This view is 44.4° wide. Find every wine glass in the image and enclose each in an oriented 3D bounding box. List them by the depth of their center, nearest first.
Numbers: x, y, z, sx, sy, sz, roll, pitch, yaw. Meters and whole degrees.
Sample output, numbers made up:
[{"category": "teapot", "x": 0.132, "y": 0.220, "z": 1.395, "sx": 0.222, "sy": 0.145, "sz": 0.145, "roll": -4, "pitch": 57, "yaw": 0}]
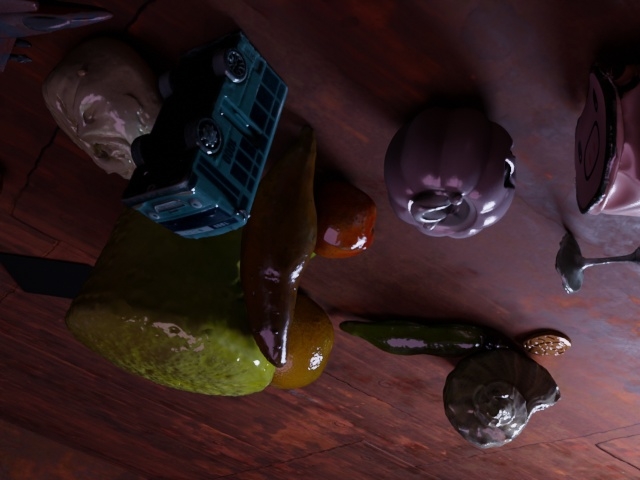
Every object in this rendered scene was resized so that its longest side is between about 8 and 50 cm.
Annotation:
[{"category": "wine glass", "x": 0.444, "y": 0.023, "z": 1.137, "sx": 0.183, "sy": 0.122, "sz": 0.122, "roll": -7, "pitch": 141, "yaw": 38}]

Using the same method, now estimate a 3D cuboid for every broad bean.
[{"category": "broad bean", "x": 0.194, "y": 0.191, "z": 1.525, "sx": 0.339, "sy": 0.061, "sz": 0.077, "roll": 0, "pitch": 136, "yaw": 21}]

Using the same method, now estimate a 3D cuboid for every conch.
[{"category": "conch", "x": 0.331, "y": 0.279, "z": 1.508, "sx": 0.210, "sy": 0.291, "sz": 0.159, "roll": -33, "pitch": 95, "yaw": 4}]

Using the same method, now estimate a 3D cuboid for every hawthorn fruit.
[{"category": "hawthorn fruit", "x": 0.030, "y": -0.032, "z": 1.220, "sx": 0.128, "sy": 0.128, "sz": 0.128, "roll": 11, "pitch": 147, "yaw": 7}]

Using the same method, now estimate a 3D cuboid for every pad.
[{"category": "pad", "x": -0.586, "y": 0.086, "z": 1.745, "sx": 0.246, "sy": 0.006, "sz": 0.170, "roll": 7, "pitch": 147, "yaw": 14}]

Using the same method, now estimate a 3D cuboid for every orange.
[{"category": "orange", "x": -0.074, "y": 0.190, "z": 1.526, "sx": 0.206, "sy": 0.206, "sz": 0.206, "roll": 11, "pitch": 147, "yaw": 7}]

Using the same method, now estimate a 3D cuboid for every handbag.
[{"category": "handbag", "x": 0.367, "y": -0.114, "z": 0.906, "sx": 0.117, "sy": 0.179, "sz": 0.205, "roll": 0, "pitch": 150, "yaw": 9}]

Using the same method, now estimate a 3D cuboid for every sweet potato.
[{"category": "sweet potato", "x": -0.064, "y": 0.005, "z": 1.162, "sx": 0.112, "sy": 0.359, "sz": 0.112, "roll": 13, "pitch": -173, "yaw": -2}]

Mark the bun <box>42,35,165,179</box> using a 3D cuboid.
[{"category": "bun", "x": -0.290, "y": -0.172, "z": 1.121, "sx": 0.230, "sy": 0.145, "sz": 0.229, "roll": 9, "pitch": 148, "yaw": 5}]

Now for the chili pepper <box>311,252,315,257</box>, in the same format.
[{"category": "chili pepper", "x": -0.001, "y": -0.001, "z": 1.350, "sx": 0.049, "sy": 0.043, "sz": 0.208, "roll": 6, "pitch": 161, "yaw": -35}]

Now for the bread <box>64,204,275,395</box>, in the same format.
[{"category": "bread", "x": -0.222, "y": 0.082, "z": 1.307, "sx": 0.348, "sy": 0.307, "sz": 0.348, "roll": 10, "pitch": 157, "yaw": 4}]

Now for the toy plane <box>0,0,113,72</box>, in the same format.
[{"category": "toy plane", "x": -0.406, "y": -0.302, "z": 1.013, "sx": 0.327, "sy": 0.104, "sz": 0.223, "roll": 1, "pitch": 145, "yaw": 14}]

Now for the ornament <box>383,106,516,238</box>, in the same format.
[{"category": "ornament", "x": 0.170, "y": -0.084, "z": 1.039, "sx": 0.178, "sy": 0.177, "sz": 0.177, "roll": 11, "pitch": 147, "yaw": 7}]

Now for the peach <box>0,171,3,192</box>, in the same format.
[{"category": "peach", "x": -0.622, "y": -0.100, "z": 1.408, "sx": 0.101, "sy": 0.100, "sz": 0.100, "roll": 11, "pitch": 147, "yaw": 7}]

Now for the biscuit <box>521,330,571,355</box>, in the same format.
[{"category": "biscuit", "x": 0.429, "y": 0.198, "z": 1.482, "sx": 0.078, "sy": 0.015, "sz": 0.091, "roll": 32, "pitch": 144, "yaw": -22}]

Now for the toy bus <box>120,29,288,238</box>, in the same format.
[{"category": "toy bus", "x": -0.142, "y": -0.130, "z": 1.018, "sx": 0.128, "sy": 0.256, "sz": 0.147, "roll": -12, "pitch": 141, "yaw": 36}]
